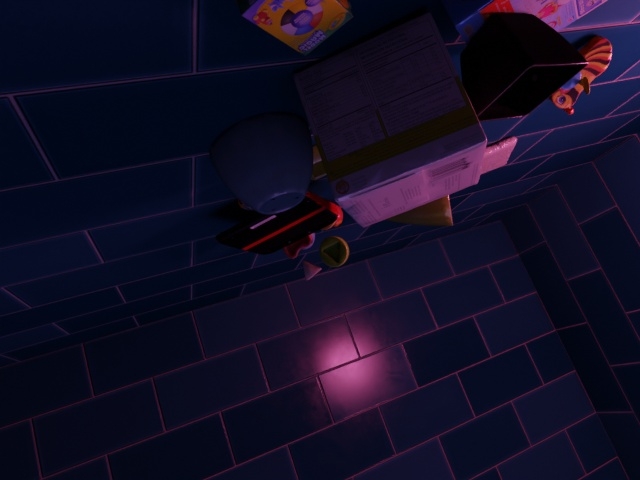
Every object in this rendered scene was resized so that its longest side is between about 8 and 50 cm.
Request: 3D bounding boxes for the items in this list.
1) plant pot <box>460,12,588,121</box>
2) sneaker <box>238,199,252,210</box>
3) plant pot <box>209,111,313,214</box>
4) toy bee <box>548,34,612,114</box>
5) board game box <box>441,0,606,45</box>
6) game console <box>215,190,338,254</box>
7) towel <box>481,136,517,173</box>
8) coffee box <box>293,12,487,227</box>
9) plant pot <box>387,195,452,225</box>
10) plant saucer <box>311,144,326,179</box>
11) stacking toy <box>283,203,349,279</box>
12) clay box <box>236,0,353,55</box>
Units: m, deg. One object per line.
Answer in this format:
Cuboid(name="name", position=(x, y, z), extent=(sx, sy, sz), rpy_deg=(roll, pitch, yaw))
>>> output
Cuboid(name="plant pot", position=(0.424, -0.392, 1.022), extent=(0.187, 0.167, 0.188), rpy_deg=(-14, 165, -26))
Cuboid(name="sneaker", position=(-0.242, -0.140, 1.545), extent=(0.083, 0.084, 0.215), rpy_deg=(-18, 167, 9))
Cuboid(name="plant pot", position=(-0.140, -0.188, 1.283), extent=(0.290, 0.195, 0.290), rpy_deg=(-19, 165, -5))
Cuboid(name="toy bee", position=(0.799, -0.501, 1.489), extent=(0.298, 0.162, 0.195), rpy_deg=(-24, -149, 46))
Cuboid(name="board game box", position=(0.465, -0.544, 1.035), extent=(0.302, 0.086, 0.308), rpy_deg=(-28, 163, 28))
Cuboid(name="game console", position=(-0.146, -0.061, 1.713), extent=(0.387, 0.060, 0.342), rpy_deg=(-27, 159, 19))
Cuboid(name="towel", position=(0.788, -0.383, 2.125), extent=(0.187, 0.049, 0.282), rpy_deg=(-23, 164, 5))
Cuboid(name="coffee box", position=(0.176, -0.268, 1.145), extent=(0.338, 0.334, 0.337), rpy_deg=(-21, 166, 11))
Cuboid(name="plant pot", position=(0.404, -0.177, 1.996), extent=(0.294, 0.274, 0.275), rpy_deg=(-8, 169, 16))
Cuboid(name="plant saucer", position=(0.014, -0.262, 1.518), extent=(0.188, 0.045, 0.188), rpy_deg=(-23, 165, 9))
Cuboid(name="stacking toy", position=(0.000, 0.000, 2.017), extent=(0.309, 0.279, 0.130), rpy_deg=(-30, 174, 27))
Cuboid(name="clay box", position=(-0.035, -0.426, 0.851), extent=(0.127, 0.053, 0.222), rpy_deg=(-29, 163, 30))
